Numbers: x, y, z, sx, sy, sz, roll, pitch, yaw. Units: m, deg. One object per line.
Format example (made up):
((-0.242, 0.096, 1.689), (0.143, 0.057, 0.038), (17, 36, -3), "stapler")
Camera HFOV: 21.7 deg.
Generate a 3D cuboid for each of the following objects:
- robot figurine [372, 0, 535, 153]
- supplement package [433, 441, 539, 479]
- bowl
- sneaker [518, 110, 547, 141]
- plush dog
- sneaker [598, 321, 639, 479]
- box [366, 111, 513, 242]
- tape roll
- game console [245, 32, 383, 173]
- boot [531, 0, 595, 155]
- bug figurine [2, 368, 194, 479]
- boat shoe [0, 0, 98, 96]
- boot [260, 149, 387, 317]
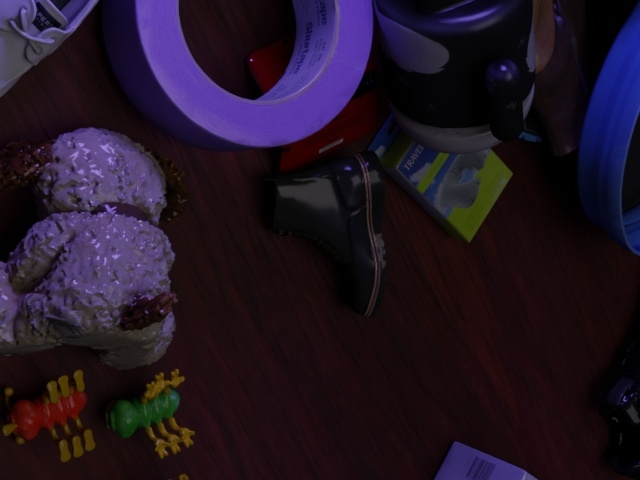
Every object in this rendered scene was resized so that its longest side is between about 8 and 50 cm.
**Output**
((0.150, -0.222, 1.816), (0.278, 0.173, 0.209), (79, 24, -47), "robot figurine")
((0.253, 0.376, 2.105), (0.244, 0.139, 0.134), (36, 79, -37), "supplement package")
((0.447, -0.173, 2.089), (0.391, 0.077, 0.391), (-36, 139, -38), "bowl")
((0.218, -0.172, 2.007), (0.188, 0.067, 0.078), (25, 91, -34), "sneaker")
((-0.223, -0.005, 1.663), (0.262, 0.210, 0.225), (9, 68, -39), "plush dog")
((0.441, 0.186, 2.225), (0.146, 0.102, 0.293), (-5, 103, -35), "sneaker")
((0.144, -0.092, 1.986), (0.178, 0.042, 0.109), (43, 74, -35), "box")
((-0.083, -0.230, 1.727), (0.274, 0.090, 0.275), (0, 90, -30), "tape roll")
((-0.010, -0.163, 1.876), (0.144, 0.085, 0.124), (-27, 146, -28), "game console")
((0.289, -0.252, 2.019), (0.207, 0.090, 0.248), (58, 47, -35), "boot")
((-0.230, 0.254, 1.765), (0.216, 0.072, 0.279), (-16, 108, -34), "bug figurine")
((-0.283, -0.222, 1.617), (0.095, 0.084, 0.258), (44, 74, -34), "boat shoe")
((0.000, 0.000, 1.896), (0.137, 0.077, 0.198), (-10, 111, -17), "boot")
